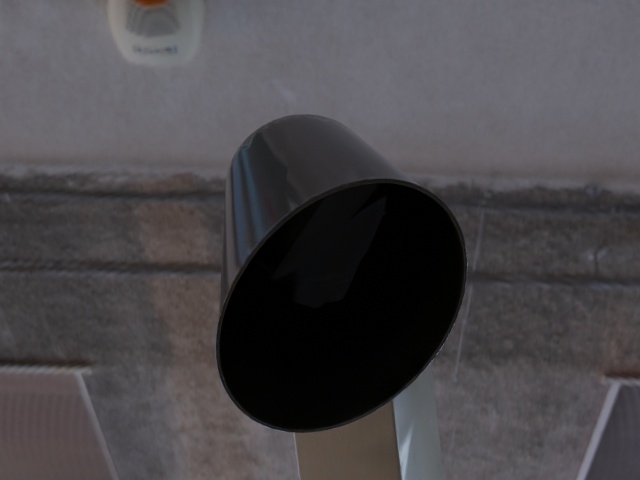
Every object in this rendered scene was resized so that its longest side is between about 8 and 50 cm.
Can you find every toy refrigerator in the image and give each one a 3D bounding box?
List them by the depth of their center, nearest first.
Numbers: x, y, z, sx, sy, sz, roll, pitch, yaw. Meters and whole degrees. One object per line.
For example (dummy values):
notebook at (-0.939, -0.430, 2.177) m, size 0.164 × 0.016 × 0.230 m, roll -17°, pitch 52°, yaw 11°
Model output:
toy refrigerator at (0.043, 0.174, 1.100) m, size 0.102 × 0.270 × 0.094 m, roll 0°, pitch -164°, yaw 30°

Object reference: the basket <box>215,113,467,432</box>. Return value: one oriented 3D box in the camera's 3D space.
basket at (0.000, 0.000, 0.947) m, size 0.154 × 0.204 × 0.227 m, roll 29°, pitch -162°, yaw -20°
